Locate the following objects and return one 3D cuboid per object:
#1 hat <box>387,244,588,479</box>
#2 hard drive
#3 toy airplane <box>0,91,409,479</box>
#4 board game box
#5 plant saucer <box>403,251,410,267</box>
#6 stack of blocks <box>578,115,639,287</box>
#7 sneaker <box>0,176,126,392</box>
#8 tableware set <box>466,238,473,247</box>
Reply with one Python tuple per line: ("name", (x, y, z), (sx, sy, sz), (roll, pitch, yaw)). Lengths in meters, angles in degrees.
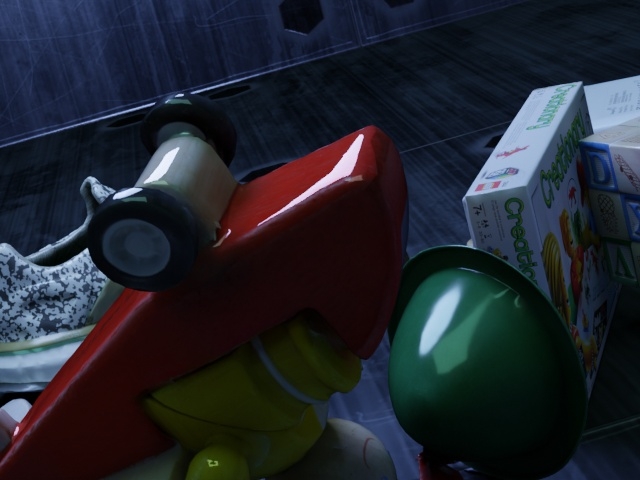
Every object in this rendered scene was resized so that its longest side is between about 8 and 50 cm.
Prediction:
("hat", (0.056, 0.113, 0.924), (0.184, 0.173, 0.208), (-22, 23, -37))
("hard drive", (0.472, -0.177, 1.772), (0.353, 0.047, 0.233), (-10, 16, 18))
("toy airplane", (-0.085, 0.127, 0.907), (0.386, 0.272, 0.384), (-61, 13, -15))
("board game box", (0.189, 0.002, 1.158), (0.053, 0.193, 0.305), (-9, 17, 21))
("plant saucer", (0.000, 0.000, 1.463), (0.199, 0.036, 0.198), (9, 31, -5))
("stack of blocks", (0.333, 0.000, 1.076), (0.087, 0.171, 0.297), (-22, 16, -22))
("sneaker", (-0.178, 0.011, 1.478), (0.410, 0.182, 0.158), (-26, 19, -37))
("tableware set", (0.224, -0.004, 1.463), (0.141, 0.020, 0.169), (-22, 16, -30))
